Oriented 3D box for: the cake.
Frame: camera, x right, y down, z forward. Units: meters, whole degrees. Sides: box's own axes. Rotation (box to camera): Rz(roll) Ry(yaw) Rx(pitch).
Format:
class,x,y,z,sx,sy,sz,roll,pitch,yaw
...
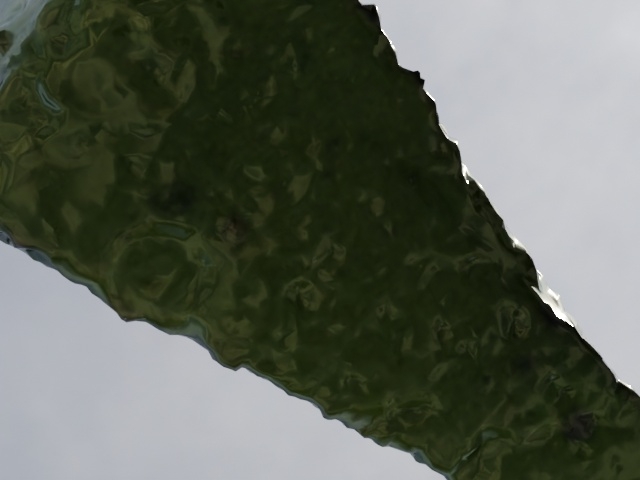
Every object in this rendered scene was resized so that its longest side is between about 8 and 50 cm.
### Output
class,x,y,z,sx,sy,sz,roll,pitch,yaw
cake,0.001,0.020,0.451,0.099,0.100,0.235,-40,-71,-4
